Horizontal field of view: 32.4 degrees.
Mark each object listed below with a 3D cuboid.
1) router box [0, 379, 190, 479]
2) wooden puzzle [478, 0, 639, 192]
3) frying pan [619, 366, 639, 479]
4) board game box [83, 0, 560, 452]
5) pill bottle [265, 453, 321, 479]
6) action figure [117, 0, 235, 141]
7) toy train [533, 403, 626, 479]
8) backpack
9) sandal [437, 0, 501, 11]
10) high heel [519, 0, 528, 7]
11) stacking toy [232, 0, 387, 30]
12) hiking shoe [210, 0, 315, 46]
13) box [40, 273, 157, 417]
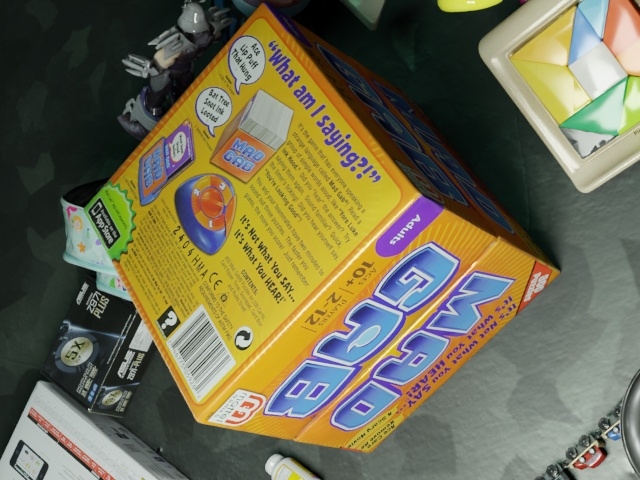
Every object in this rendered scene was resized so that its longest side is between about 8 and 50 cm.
[{"bbox_3d":[-0.382,0.425,1.703,0.335,0.082,0.301,28,94,39],"label":"router box"},{"bbox_3d":[0.332,-0.207,1.326,0.221,0.044,0.239,-37,84,31],"label":"wooden puzzle"},{"bbox_3d":[0.454,0.144,1.193,0.197,0.053,0.326,32,94,30],"label":"frying pan"},{"bbox_3d":[0.000,0.000,1.378,0.356,0.356,0.356,-46,54,16],"label":"board game box"},{"bbox_3d":[-0.037,0.325,1.503,0.083,0.043,0.043,30,94,39],"label":"pill bottle"},{"bbox_3d":[-0.226,-0.266,1.692,0.099,0.185,0.285,49,142,19],"label":"action figure"},{"bbox_3d":[0.311,0.247,1.280,0.158,0.027,0.036,-47,56,15],"label":"toy train"},{"bbox_3d":[-0.256,-0.012,1.641,0.225,0.253,0.191,15,105,37],"label":"backpack"},{"bbox_3d":[0.265,-0.407,1.363,0.317,0.138,0.126,-34,27,-19],"label":"sandal"},{"bbox_3d":[0.350,-0.252,1.350,0.244,0.117,0.082,42,102,37],"label":"high heel"},{"bbox_3d":[0.022,-0.429,1.647,0.279,0.130,0.309,28,71,11],"label":"stacking toy"},{"bbox_3d":[-0.085,-0.309,1.720,0.132,0.113,0.304,-50,52,49],"label":"hiking shoe"},{"bbox_3d":[-0.344,0.167,1.758,0.147,0.077,0.180,28,94,39],"label":"box"}]
